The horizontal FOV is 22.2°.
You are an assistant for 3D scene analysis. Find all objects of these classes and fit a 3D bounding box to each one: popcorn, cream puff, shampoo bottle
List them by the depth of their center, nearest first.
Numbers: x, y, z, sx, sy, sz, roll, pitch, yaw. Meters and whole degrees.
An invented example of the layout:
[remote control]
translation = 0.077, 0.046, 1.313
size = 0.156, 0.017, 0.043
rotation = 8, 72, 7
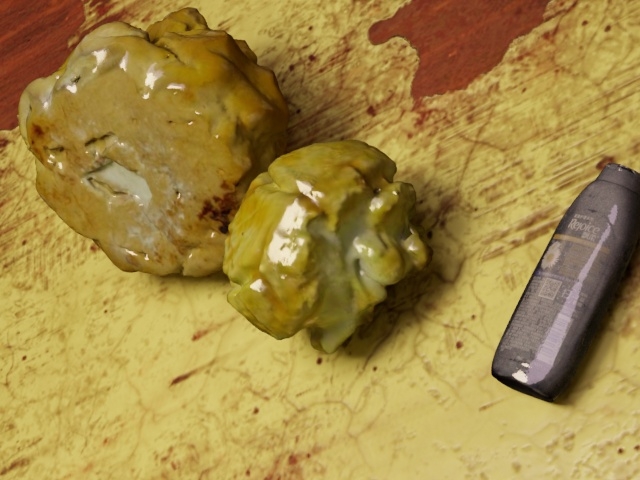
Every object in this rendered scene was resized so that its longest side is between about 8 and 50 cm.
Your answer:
[shampoo bottle]
translation = 0.240, 0.037, 1.540
size = 0.087, 0.049, 0.234
rotation = 17, 75, 45
[popcorn]
translation = 0.000, 0.000, 1.666
size = 0.221, 0.183, 0.204
rotation = -51, 16, 4
[cream puff]
translation = -0.161, -0.132, 1.842
size = 0.324, 0.291, 0.257
rotation = -32, 17, 38
